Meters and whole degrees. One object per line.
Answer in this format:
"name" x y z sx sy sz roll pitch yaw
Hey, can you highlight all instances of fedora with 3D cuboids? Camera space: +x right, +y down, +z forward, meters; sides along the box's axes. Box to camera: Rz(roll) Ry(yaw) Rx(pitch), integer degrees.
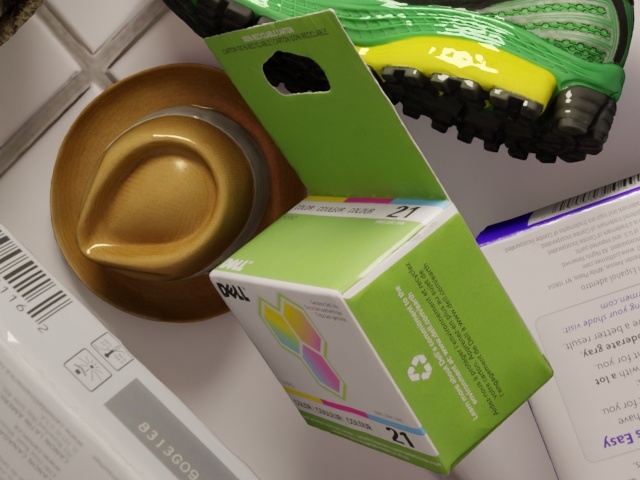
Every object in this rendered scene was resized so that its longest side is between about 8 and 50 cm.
"fedora" -0.108 -0.027 0.985 0.194 0.079 0.194 2 100 13

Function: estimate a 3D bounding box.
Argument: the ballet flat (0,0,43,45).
"ballet flat" -0.371 -0.049 0.942 0.483 0.164 0.182 -44 58 -1

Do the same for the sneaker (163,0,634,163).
"sneaker" 0.035 -0.164 0.922 0.343 0.134 0.146 19 79 13

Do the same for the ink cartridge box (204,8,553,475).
"ink cartridge box" 0.000 0.000 0.871 0.097 0.189 0.255 -40 108 -20

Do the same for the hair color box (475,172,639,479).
"hair color box" 0.244 0.123 0.914 0.185 0.110 0.339 -20 92 14

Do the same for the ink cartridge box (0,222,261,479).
"ink cartridge box" -0.260 0.189 0.999 0.308 0.091 0.385 44 122 3
